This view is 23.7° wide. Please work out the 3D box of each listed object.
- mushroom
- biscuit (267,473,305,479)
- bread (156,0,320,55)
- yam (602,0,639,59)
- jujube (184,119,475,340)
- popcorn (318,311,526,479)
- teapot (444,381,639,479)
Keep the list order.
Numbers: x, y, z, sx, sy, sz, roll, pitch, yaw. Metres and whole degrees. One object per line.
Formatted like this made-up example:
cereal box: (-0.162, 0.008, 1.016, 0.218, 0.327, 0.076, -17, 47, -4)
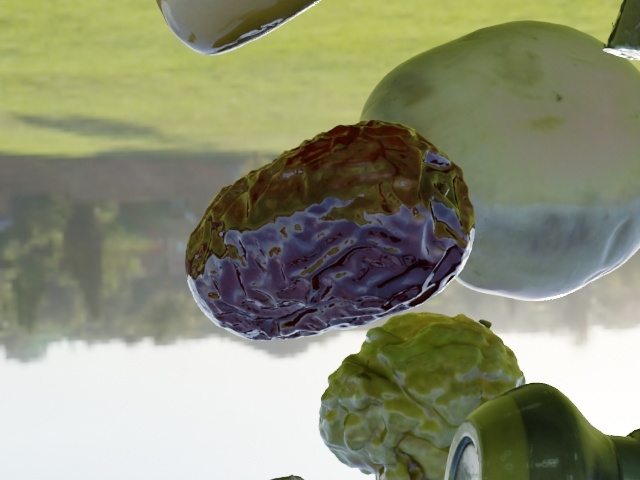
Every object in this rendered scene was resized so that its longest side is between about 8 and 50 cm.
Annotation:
mushroom: (0.206, -0.095, 1.742, 0.325, 0.353, 0.353, 42, 163, -17)
biscuit: (-0.061, 0.260, 1.438, 0.120, 0.015, 0.120, -25, 149, -16)
bread: (0.035, -0.206, 0.788, 0.305, 0.142, 0.091, -27, 121, 33)
yam: (0.145, -0.119, 0.527, 0.054, 0.132, 0.054, 21, -172, -3)
jujube: (0.000, 0.000, 0.867, 0.176, 0.112, 0.109, -22, -169, 32)
popcorn: (0.130, 0.197, 1.697, 0.251, 0.237, 0.206, 39, -170, 13)
teapot: (0.135, 0.147, 0.900, 0.119, 0.130, 0.166, 8, -176, -10)
